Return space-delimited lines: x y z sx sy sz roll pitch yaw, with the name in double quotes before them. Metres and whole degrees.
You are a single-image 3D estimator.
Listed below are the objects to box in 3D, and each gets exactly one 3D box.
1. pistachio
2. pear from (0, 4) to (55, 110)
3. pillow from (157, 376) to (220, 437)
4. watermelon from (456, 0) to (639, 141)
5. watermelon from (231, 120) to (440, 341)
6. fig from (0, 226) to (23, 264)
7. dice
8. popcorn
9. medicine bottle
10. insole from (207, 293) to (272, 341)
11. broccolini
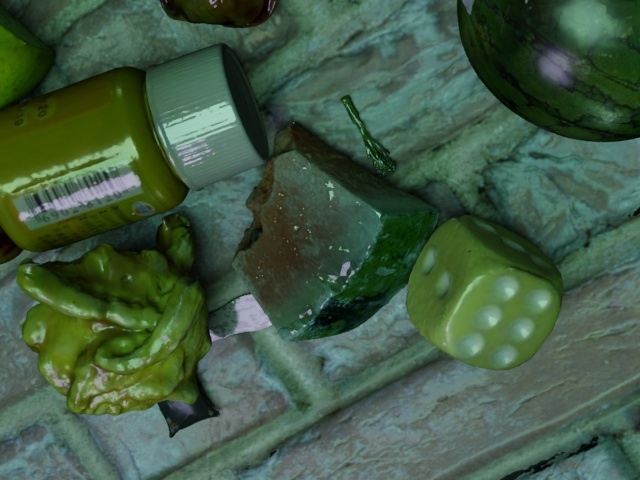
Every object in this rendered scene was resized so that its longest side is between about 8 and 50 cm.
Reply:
"pistachio" -0.141 -0.375 1.468 0.210 0.130 0.165 -21 106 23
"pear" -0.622 -0.278 1.517 0.342 0.238 0.318 42 100 -6
"pillow" -0.241 0.249 1.720 0.090 0.048 0.150 -20 101 19
"watermelon" 0.353 -0.292 1.310 0.363 0.363 0.363 3 108 8
"watermelon" 0.002 0.009 1.546 0.302 0.151 0.264 33 117 0
"fig" -0.556 -0.002 1.661 0.154 0.103 0.109 -26 80 7
"dice" 0.239 0.075 1.506 0.166 0.169 0.169 18 111 -21
"popcorn" -0.288 0.129 1.541 0.325 0.321 0.290 -6 100 35
"medicine bottle" -0.286 -0.140 1.509 0.384 0.224 0.224 -19 104 9
"insole" -0.143 0.130 1.689 0.193 0.006 0.065 -21 103 15
"broccolini" 0.074 -0.160 1.557 0.035 0.030 0.140 -26 97 9
